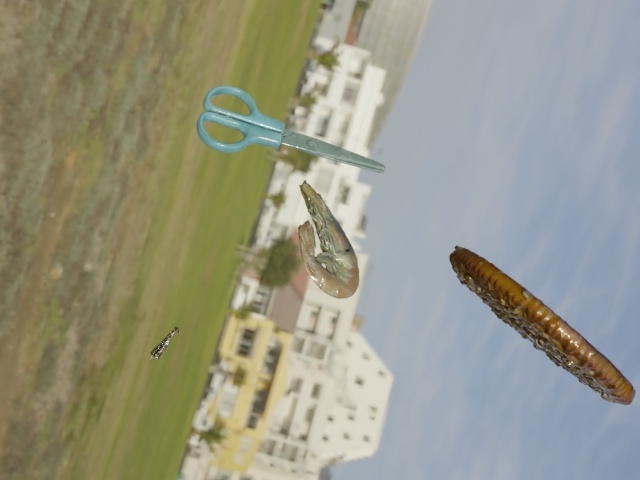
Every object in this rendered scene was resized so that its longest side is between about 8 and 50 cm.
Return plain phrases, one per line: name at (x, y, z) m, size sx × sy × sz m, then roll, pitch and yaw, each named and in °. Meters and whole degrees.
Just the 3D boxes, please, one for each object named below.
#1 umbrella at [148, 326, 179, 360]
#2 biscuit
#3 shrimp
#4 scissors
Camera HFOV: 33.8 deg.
umbrella at (-0.298, 0.197, 1.999) m, size 0.083 × 0.020 × 0.031 m, roll -53°, pitch -168°, yaw -1°
biscuit at (0.281, 0.114, 1.366) m, size 0.038 × 0.305 × 0.305 m, roll -49°, pitch -178°, yaw 0°
shrimp at (0.000, 0.000, 1.848) m, size 0.126 × 0.224 × 0.047 m, roll -13°, pitch 165°, yaw -48°
scissors at (-0.060, -0.230, 2.410) m, size 0.029 × 0.446 × 0.193 m, roll 117°, pitch -14°, yaw -49°
